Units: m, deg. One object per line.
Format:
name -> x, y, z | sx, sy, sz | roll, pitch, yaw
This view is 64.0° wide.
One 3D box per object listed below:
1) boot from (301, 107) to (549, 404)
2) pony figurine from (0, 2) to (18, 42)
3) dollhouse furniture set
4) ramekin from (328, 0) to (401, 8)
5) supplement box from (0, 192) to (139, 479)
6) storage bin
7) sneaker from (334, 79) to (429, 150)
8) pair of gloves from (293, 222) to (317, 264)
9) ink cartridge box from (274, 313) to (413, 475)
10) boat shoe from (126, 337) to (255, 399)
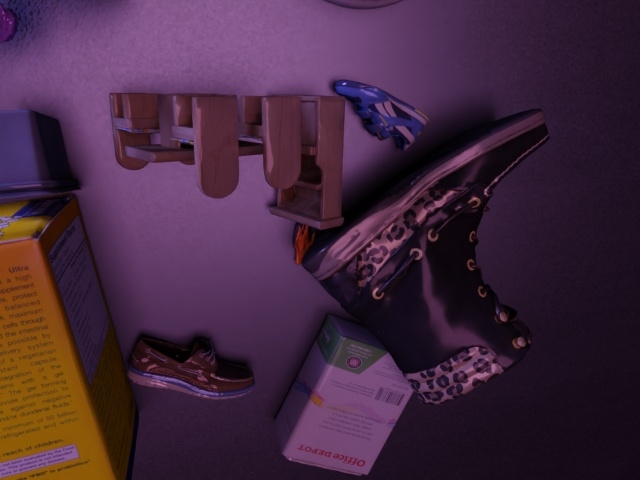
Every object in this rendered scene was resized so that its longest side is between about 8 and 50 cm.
boot -> 0.199, 0.024, 0.709 | 0.377, 0.138, 0.284 | -36, 97, -4
pony figurine -> -0.377, -0.228, 0.438 | 0.303, 0.351, 0.363 | 30, 117, -18
dollhouse furniture set -> -0.093, -0.088, 0.601 | 0.242, 0.212, 0.160 | -13, 112, -39
ramekin -> 0.071, -0.415, 0.571 | 0.278, 0.135, 0.277 | -5, 109, -13
supplement box -> -0.363, 0.148, 0.613 | 0.195, 0.194, 0.356 | -11, 110, -11
storage bin -> -0.338, -0.095, 0.579 | 0.098, 0.135, 0.091 | -7, 98, -12
sneaker -> 0.079, -0.172, 0.699 | 0.144, 0.053, 0.059 | 24, 103, -19
pair of gloves -> 0.000, 0.000, 0.758 | 0.083, 0.010, 0.074 | 1, 106, -18
ink cartridge box -> 0.042, 0.244, 0.806 | 0.154, 0.093, 0.212 | 22, 99, -20
boat shoe -> -0.180, 0.181, 0.741 | 0.183, 0.066, 0.066 | 11, 103, -18
